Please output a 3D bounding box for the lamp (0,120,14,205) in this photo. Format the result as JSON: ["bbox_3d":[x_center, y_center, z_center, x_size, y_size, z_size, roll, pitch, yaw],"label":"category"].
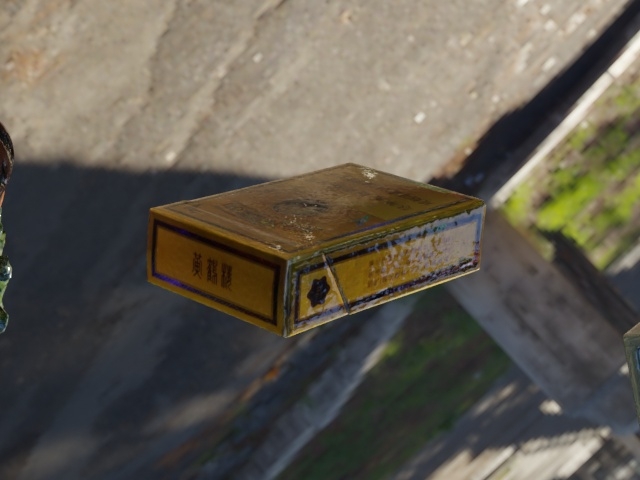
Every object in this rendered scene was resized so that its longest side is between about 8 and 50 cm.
[{"bbox_3d":[-0.364,-0.064,1.240,0.187,0.187,0.164,-55,-175,36],"label":"lamp"}]

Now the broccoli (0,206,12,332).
[{"bbox_3d":[-0.547,0.017,1.814,0.272,0.334,0.324,50,52,-65],"label":"broccoli"}]

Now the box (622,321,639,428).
[{"bbox_3d":[0.394,0.161,1.198,0.225,0.225,0.117,-8,-172,31],"label":"box"}]

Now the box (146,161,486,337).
[{"bbox_3d":[0.000,0.000,1.449,0.301,0.193,0.084,-16,116,-46],"label":"box"}]
